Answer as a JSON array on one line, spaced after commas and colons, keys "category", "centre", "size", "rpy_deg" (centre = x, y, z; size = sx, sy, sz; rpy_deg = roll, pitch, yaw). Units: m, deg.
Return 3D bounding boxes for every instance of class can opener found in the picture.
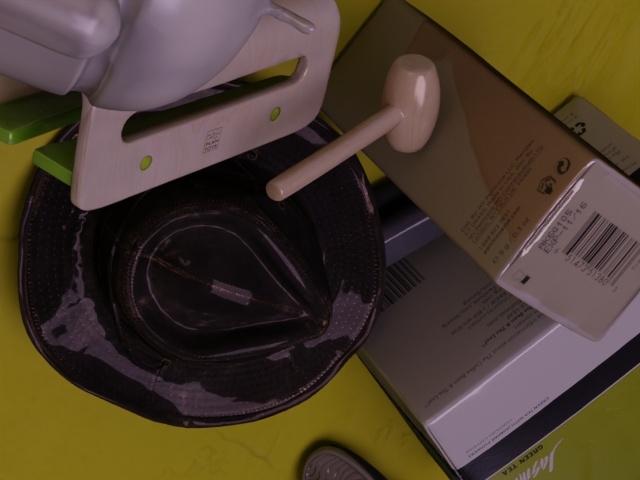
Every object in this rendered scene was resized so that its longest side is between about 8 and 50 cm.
[{"category": "can opener", "centre": [0.000, 0.000, 1.419], "size": [0.283, 0.076, 0.095], "rpy_deg": [-29, 135, -12]}]

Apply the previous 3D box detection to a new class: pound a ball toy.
[{"category": "pound a ball toy", "centre": [-0.071, -0.126, 1.150], "size": [0.319, 0.208, 0.135], "rpy_deg": [-26, 136, -48]}]

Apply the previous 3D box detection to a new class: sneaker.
[{"category": "sneaker", "centre": [0.059, 0.285, 1.664], "size": [0.083, 0.118, 0.222], "rpy_deg": [-32, 106, 17]}]

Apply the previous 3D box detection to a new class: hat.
[{"category": "hat", "centre": [-0.075, 0.025, 1.293], "size": [0.331, 0.134, 0.331], "rpy_deg": [-5, 104, -20]}]

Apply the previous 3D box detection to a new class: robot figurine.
[{"category": "robot figurine", "centre": [-0.173, -0.197, 0.926], "size": [0.354, 0.300, 0.199], "rpy_deg": [18, 121, -15]}]

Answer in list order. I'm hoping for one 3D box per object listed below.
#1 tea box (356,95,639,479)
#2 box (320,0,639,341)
[{"category": "tea box", "centre": [0.235, 0.103, 1.539], "size": [0.329, 0.220, 0.323], "rpy_deg": [-37, 132, -4]}, {"category": "box", "centre": [0.138, -0.066, 1.298], "size": [0.148, 0.311, 0.121], "rpy_deg": [28, 104, -42]}]
